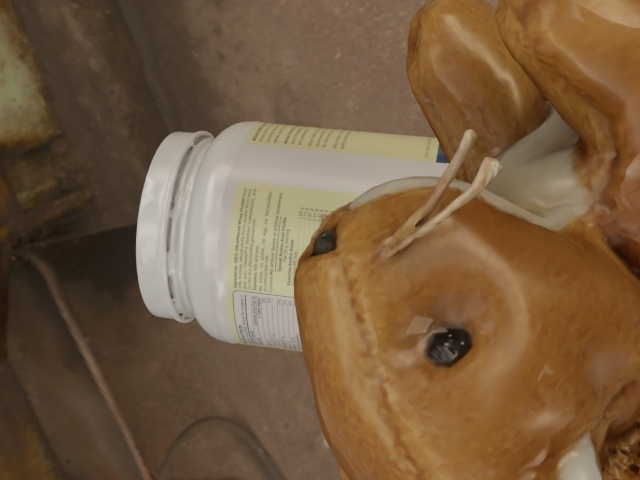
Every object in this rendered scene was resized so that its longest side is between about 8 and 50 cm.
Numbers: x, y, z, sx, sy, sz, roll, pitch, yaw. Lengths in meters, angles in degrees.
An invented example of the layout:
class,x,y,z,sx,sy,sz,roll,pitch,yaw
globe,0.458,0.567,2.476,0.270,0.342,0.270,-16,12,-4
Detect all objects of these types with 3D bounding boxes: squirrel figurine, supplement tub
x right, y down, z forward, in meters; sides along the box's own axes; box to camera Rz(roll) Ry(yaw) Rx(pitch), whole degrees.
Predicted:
class,x,y,z,sx,sy,sz,roll,pitch,yaw
squirrel figurine,0.182,0.032,0.451,0.397,0.370,0.281,52,156,-21
supplement tub,0.000,0.000,0.875,0.325,0.235,0.235,6,117,9
